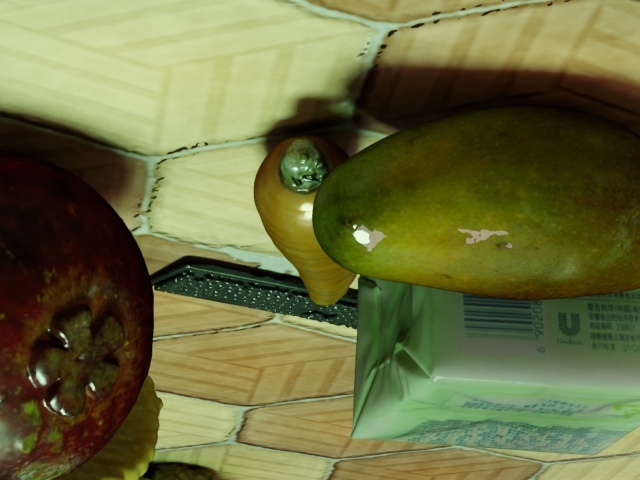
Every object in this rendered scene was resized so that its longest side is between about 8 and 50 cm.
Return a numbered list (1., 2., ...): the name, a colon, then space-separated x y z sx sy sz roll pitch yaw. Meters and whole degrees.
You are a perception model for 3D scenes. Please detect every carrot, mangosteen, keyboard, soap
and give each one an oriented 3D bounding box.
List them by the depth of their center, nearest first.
1. mangosteen: -0.226 0.041 1.154 0.257 0.215 0.215 21 179 42
2. carrot: 0.000 0.000 1.222 0.069 0.069 0.336 -3 162 3
3. soap: 0.137 0.064 1.291 0.199 0.138 0.182 4 158 -14
4. keyboard: -0.035 0.045 1.405 0.196 0.015 0.074 13 156 -33

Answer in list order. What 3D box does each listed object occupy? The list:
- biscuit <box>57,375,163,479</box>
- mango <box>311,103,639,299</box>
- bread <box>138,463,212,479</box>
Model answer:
1. biscuit: -0.234 0.106 1.257 0.254 0.254 0.035 7 127 -20
2. mango: 0.115 -0.023 1.092 0.267 0.111 0.133 3 165 -30
3. bread: -0.198 0.305 1.946 0.230 0.123 0.230 -1 154 0
